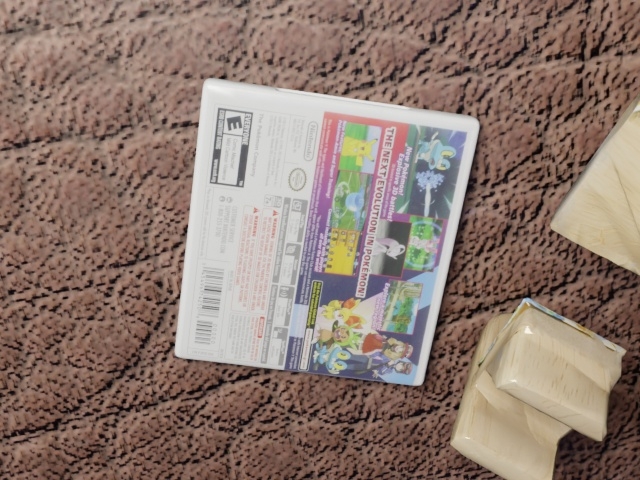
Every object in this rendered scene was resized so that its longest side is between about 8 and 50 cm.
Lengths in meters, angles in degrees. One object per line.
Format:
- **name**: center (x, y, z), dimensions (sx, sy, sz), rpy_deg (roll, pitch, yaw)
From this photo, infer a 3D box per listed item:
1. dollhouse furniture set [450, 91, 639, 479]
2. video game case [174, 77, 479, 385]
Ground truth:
- **dollhouse furniture set**: center (0.343, 0.022, 0.513), dimensions (0.394, 0.256, 0.362), rpy_deg (28, 129, 2)
- **video game case**: center (0.000, 0.000, 0.603), dimensions (0.183, 0.023, 0.201), rpy_deg (8, 110, -5)
